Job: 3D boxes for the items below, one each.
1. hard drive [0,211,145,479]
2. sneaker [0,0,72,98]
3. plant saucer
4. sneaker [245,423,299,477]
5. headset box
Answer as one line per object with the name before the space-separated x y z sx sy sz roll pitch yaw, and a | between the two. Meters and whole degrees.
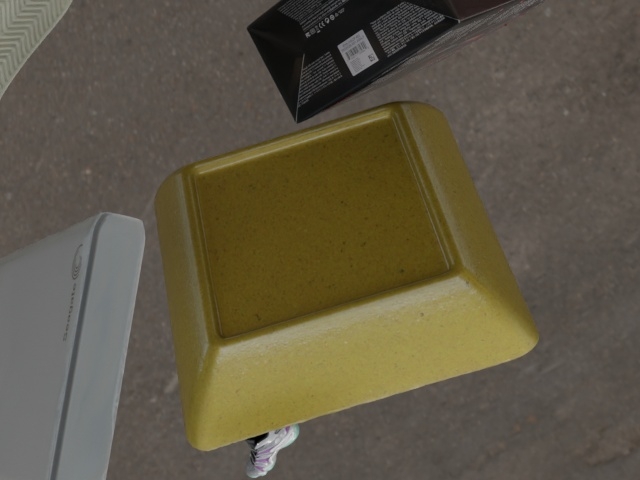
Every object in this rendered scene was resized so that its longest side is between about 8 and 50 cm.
hard drive | -0.260 0.115 0.909 0.047 0.233 0.353 14 165 -30
sneaker | -0.427 -0.207 1.119 0.350 0.148 0.131 -55 138 -29
plant saucer | 0.000 0.000 0.967 0.333 0.333 0.081 -17 140 1
sneaker | -0.077 0.240 1.178 0.069 0.038 0.098 16 118 -41
headset box | 0.109 -0.238 0.972 0.218 0.110 0.293 -25 -177 46
